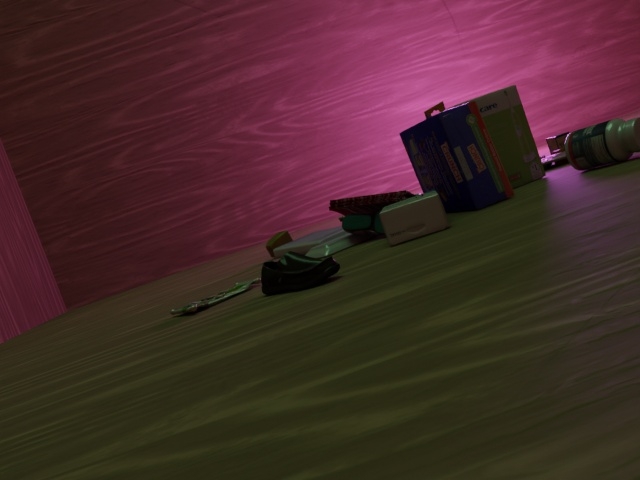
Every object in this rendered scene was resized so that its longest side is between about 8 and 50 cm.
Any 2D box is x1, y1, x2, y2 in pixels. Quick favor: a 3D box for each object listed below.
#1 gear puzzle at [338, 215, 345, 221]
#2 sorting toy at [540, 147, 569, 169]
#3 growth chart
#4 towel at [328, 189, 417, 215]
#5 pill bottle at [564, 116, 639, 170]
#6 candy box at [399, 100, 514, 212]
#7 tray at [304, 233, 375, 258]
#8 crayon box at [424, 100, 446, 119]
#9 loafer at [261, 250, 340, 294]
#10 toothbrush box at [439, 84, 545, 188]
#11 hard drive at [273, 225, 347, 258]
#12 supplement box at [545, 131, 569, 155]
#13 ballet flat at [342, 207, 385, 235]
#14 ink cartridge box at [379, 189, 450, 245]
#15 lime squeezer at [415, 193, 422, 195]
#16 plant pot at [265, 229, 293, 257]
[{"bbox_3d":[0.254,-0.128,2.688,0.339,0.044,0.175,-15,3,15],"label":"gear puzzle"},{"bbox_3d":[0.797,-0.276,2.135,0.229,0.041,0.307,-22,2,29],"label":"sorting toy"},{"bbox_3d":[-0.268,0.145,1.604,0.237,0.021,0.172,-22,4,-40],"label":"growth chart"},{"bbox_3d":[0.183,-0.088,1.779,0.275,0.031,0.199,-5,-16,41],"label":"towel"},{"bbox_3d":[0.716,-0.243,1.558,0.108,0.107,0.180,-22,5,-34],"label":"pill bottle"},{"bbox_3d":[0.361,-0.216,1.717,0.122,0.268,0.317,-24,5,-9],"label":"candy box"},{"bbox_3d":[0.079,-0.001,1.849,0.270,0.030,0.145,-22,6,-32],"label":"tray"},{"bbox_3d":[0.469,-0.316,2.144,0.083,0.322,0.203,-20,4,-7],"label":"crayon box"},{"bbox_3d":[-0.056,0.061,1.309,0.220,0.078,0.080,-16,5,41],"label":"loafer"},{"bbox_3d":[0.504,-0.283,1.842,0.206,0.283,0.122,-21,5,-12],"label":"toothbrush box"},{"bbox_3d":[0.000,0.000,2.070,0.203,0.040,0.308,-23,6,-32],"label":"hard drive"},{"bbox_3d":[0.897,-0.355,2.341,0.056,0.083,0.083,-21,5,-3],"label":"supplement box"},{"bbox_3d":[0.161,-0.046,1.737,0.222,0.076,0.079,-2,-13,41],"label":"ballet flat"},{"bbox_3d":[0.228,-0.059,1.528,0.148,0.085,0.203,-18,3,10],"label":"ink cartridge box"},{"bbox_3d":[0.311,-0.123,2.196,0.110,0.058,0.310,-17,5,24],"label":"lime squeezer"},{"bbox_3d":[-0.153,0.020,2.324,0.083,0.081,0.081,-34,11,-30],"label":"plant pot"}]
